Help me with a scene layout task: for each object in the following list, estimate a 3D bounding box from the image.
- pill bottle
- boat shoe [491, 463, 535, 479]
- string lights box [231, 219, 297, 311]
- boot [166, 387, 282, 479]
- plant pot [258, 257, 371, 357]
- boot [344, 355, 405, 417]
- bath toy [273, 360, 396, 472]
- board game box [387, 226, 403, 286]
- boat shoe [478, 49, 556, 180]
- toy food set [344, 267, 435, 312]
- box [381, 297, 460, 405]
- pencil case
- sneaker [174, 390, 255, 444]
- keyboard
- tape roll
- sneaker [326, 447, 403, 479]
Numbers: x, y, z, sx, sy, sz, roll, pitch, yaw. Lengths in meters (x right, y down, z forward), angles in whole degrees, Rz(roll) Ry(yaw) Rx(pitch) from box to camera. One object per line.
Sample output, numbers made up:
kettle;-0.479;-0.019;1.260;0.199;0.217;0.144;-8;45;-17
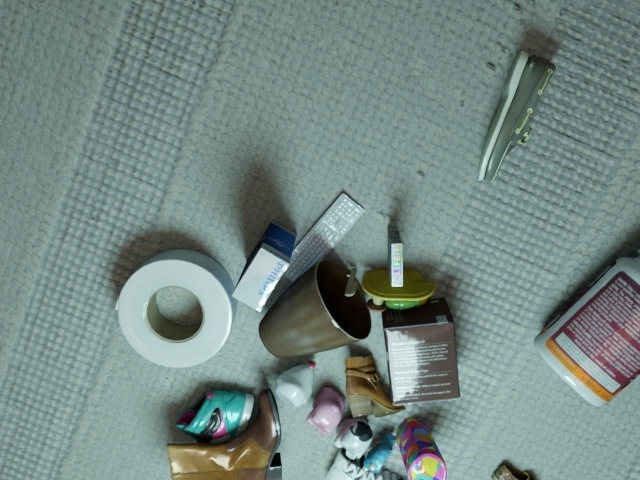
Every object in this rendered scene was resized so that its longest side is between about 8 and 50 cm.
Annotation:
pill bottle;0.720;0.183;1.698;0.224;0.224;0.392;41;103;-8
boat shoe;0.544;0.650;1.912;0.178;0.064;0.060;27;106;-3
string lights box;-0.125;0.053;1.673;0.077;0.260;0.133;31;103;-6
boot;-0.239;0.501;1.798;0.280;0.096;0.264;-2;109;-7
plant pot;-0.031;0.189;1.753;0.230;0.215;0.215;-31;102;26
boot;0.140;0.370;1.841;0.073;0.197;0.152;-25;64;36
bath toy;0.037;0.440;1.844;0.348;0.151;0.129;42;66;-6
board game box;0.177;0.036;1.713;0.026;0.154;0.103;-2;105;2
boat shoe;0.442;-0.272;1.644;0.091;0.109;0.305;19;101;2
toy food set;0.169;0.129;1.763;0.218;0.128;0.071;2;122;3
box;0.243;0.270;1.766;0.167;0.168;0.203;-7;104;5
pencil case;0.249;0.535;1.810;0.104;0.236;0.104;0;96;-1
sneaker;-0.297;0.516;1.872;0.178;0.124;0.295;18;97;-8
keyboard;0.000;0.000;1.782;0.072;0.014;0.256;39;103;-8
tape roll;-0.354;0.167;1.795;0.286;0.100;0.286;1;106;2
sneaker;0.148;0.669;1.908;0.292;0.110;0.118;32;99;1
